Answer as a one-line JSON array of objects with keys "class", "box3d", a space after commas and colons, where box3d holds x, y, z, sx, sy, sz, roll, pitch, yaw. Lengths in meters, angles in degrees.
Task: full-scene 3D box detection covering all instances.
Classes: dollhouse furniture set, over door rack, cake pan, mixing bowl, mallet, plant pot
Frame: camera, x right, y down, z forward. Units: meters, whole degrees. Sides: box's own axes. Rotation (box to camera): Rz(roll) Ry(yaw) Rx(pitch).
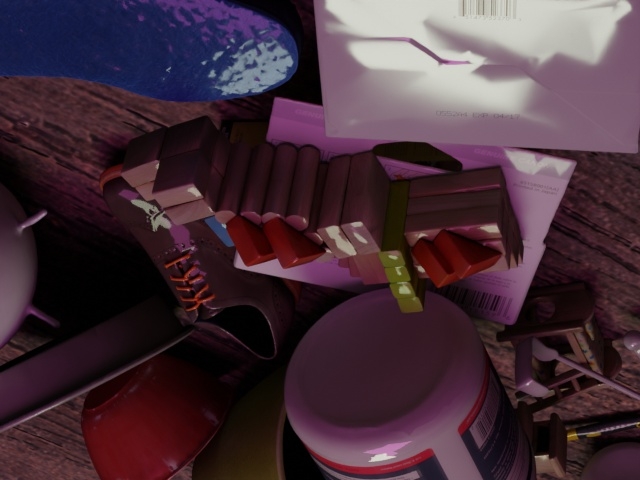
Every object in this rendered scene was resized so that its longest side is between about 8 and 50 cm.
[{"class": "dollhouse furniture set", "box3d": [0.228, 0.122, 1.951, 0.101, 0.161, 0.182, -9, 140, 21]}, {"class": "over door rack", "box3d": [0.370, 0.079, 1.880, 0.324, 0.108, 0.239, 16, 141, -42]}, {"class": "cake pan", "box3d": [-0.271, 0.133, 2.007, 0.293, 0.293, 0.054, -25, 93, 35]}, {"class": "mixing bowl", "box3d": [-0.194, 0.187, 2.129, 0.181, 0.181, 0.098, -27, 112, 37]}, {"class": "mallet", "box3d": [0.283, 0.222, 2.175, 0.190, 0.039, 0.062, -9, 138, 15]}, {"class": "plant pot", "box3d": [-0.010, 0.250, 2.109, 0.275, 0.274, 0.293, 30, 153, -25]}]

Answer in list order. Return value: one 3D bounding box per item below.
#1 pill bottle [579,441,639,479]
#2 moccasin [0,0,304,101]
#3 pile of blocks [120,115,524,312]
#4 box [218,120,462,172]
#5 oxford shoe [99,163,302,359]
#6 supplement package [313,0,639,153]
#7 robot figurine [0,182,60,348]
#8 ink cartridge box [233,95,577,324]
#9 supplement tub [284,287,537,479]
[{"class": "pill bottle", "box3d": [0.351, 0.332, 2.231, 0.117, 0.117, 0.215, 3, 141, 7]}, {"class": "moccasin", "box3d": [-0.178, -0.206, 1.658, 0.342, 0.117, 0.137, 9, 130, 8]}, {"class": "pile of blocks", "box3d": [0.000, 0.000, 1.695, 0.362, 0.112, 0.149, 11, 139, 0]}, {"class": "box", "box3d": [0.021, -0.068, 1.835, 0.232, 0.058, 0.087, 0, 141, 12]}, {"class": "oxford shoe", "box3d": [-0.117, 0.019, 1.938, 0.097, 0.098, 0.271, -25, 131, 35]}, {"class": "supplement package", "box3d": [0.134, -0.195, 1.580, 0.262, 0.145, 0.204, 3, 142, 6]}, {"class": "robot figurine", "box3d": [-0.432, 0.024, 1.922, 0.354, 0.199, 0.300, 2, 127, 10]}, {"class": "ink cartridge box", "box3d": [0.073, -0.039, 1.766, 0.275, 0.060, 0.239, 12, 138, -3]}, {"class": "supplement tub", "box3d": [0.094, 0.192, 1.841, 0.191, 0.191, 0.272, -7, 138, 20]}]
